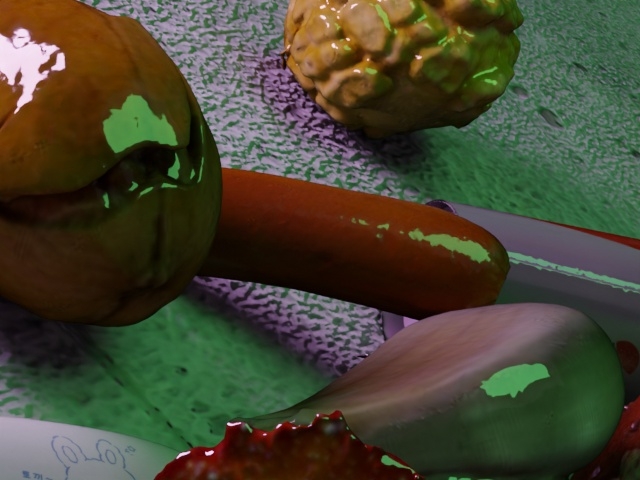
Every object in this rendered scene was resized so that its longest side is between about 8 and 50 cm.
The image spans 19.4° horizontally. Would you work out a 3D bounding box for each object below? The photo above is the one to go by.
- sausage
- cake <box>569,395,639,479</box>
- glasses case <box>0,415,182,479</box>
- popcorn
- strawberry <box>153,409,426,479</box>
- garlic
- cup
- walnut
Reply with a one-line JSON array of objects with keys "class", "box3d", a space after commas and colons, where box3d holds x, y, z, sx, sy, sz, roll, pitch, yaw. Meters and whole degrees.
[{"class": "sausage", "box3d": [0.000, 0.000, 1.442, 0.300, 0.089, 0.083, 11, -9, -1]}, {"class": "cake", "box3d": [0.277, 0.221, 1.419, 0.151, 0.177, 0.283, 34, 32, -6]}, {"class": "glasses case", "box3d": [-0.152, 0.156, 1.130, 0.233, 0.059, 0.092, 15, 32, -38]}, {"class": "popcorn", "box3d": [0.085, -0.199, 1.829, 0.250, 0.250, 0.190, -7, 84, -54]}, {"class": "strawberry", "box3d": [0.003, 0.206, 1.094, 0.234, 0.234, 0.178, 41, 6, 10]}, {"class": "garlic", "box3d": [0.108, 0.170, 1.325, 0.340, 0.246, 0.231, -24, 98, -70]}, {"class": "cup", "box3d": [0.208, 0.065, 1.597, 0.288, 0.203, 0.203, 16, 32, -24]}, {"class": "walnut", "box3d": [-0.191, -0.073, 1.313, 0.209, 0.209, 0.336, 16, 23, -35]}]
